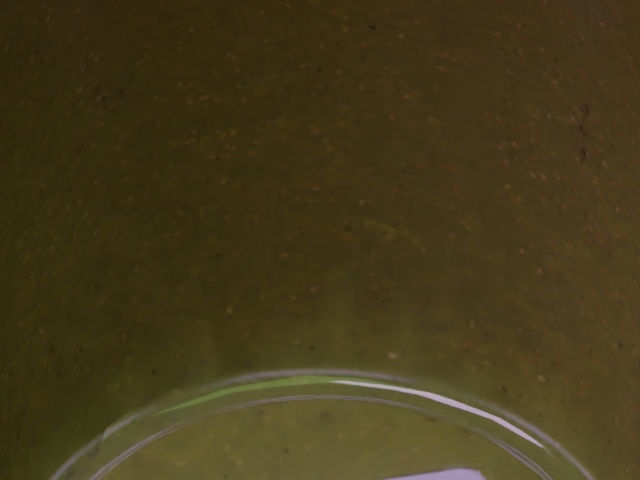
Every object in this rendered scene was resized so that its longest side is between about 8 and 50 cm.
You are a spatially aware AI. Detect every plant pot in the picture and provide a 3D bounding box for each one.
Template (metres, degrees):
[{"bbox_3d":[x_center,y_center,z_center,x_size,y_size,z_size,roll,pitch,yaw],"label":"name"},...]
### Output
[{"bbox_3d":[0.000,0.000,0.520,0.274,0.293,0.275,0,122,0],"label":"plant pot"}]
